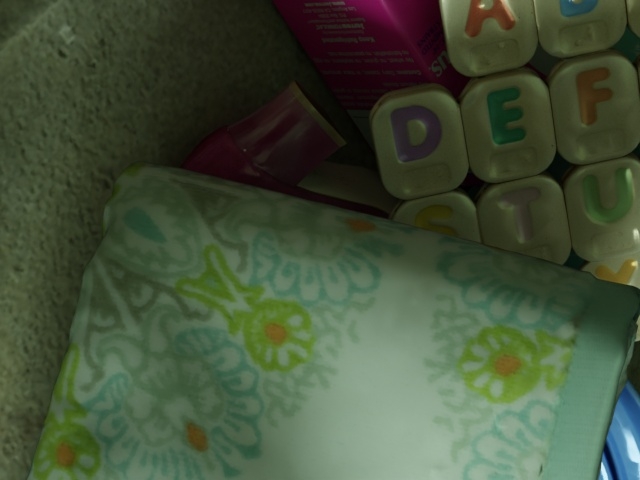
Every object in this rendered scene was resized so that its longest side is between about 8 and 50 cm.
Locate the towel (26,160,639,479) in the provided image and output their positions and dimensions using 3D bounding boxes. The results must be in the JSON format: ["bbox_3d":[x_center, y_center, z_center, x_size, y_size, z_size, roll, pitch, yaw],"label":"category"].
[{"bbox_3d":[-0.016,0.166,0.854,0.090,0.321,0.374,36,70,-77],"label":"towel"}]

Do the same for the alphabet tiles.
[{"bbox_3d":[0.180,-0.053,0.962,0.284,0.021,0.277,-11,113,0],"label":"alphabet tiles"}]

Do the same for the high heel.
[{"bbox_3d":[0.000,0.000,1.013,0.117,0.082,0.244,-38,140,7],"label":"high heel"}]

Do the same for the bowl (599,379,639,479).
[{"bbox_3d":[0.084,0.234,1.049,0.391,0.077,0.391,0,89,-30],"label":"bowl"}]

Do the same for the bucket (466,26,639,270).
[{"bbox_3d":[0.264,-0.053,1.137,0.281,0.183,0.281,-6,100,-38],"label":"bucket"}]

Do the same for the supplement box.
[{"bbox_3d":[0.060,-0.151,1.005,0.111,0.114,0.220,-51,125,-24],"label":"supplement box"}]
